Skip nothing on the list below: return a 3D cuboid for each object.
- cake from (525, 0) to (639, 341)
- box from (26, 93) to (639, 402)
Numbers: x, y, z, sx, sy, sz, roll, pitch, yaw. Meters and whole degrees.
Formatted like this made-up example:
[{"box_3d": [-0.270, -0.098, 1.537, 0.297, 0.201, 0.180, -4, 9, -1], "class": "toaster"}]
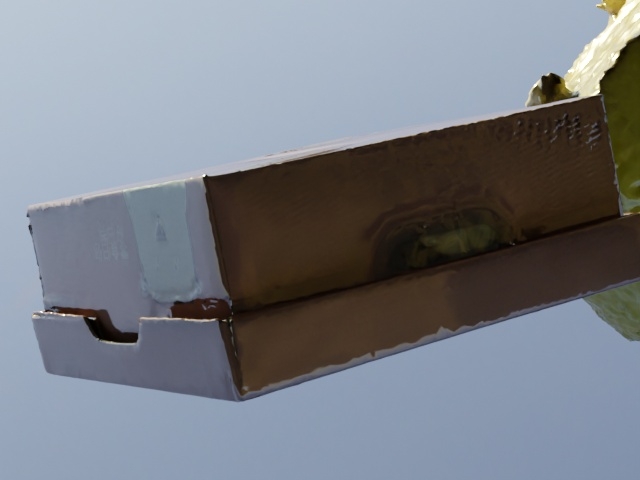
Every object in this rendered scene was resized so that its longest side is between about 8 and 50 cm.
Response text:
[{"box_3d": [0.209, -0.077, 0.861, 0.156, 0.179, 0.260, 42, -113, -3], "class": "cake"}, {"box_3d": [0.000, 0.000, 0.683, 0.215, 0.086, 0.215, -14, -174, -30], "class": "box"}]
